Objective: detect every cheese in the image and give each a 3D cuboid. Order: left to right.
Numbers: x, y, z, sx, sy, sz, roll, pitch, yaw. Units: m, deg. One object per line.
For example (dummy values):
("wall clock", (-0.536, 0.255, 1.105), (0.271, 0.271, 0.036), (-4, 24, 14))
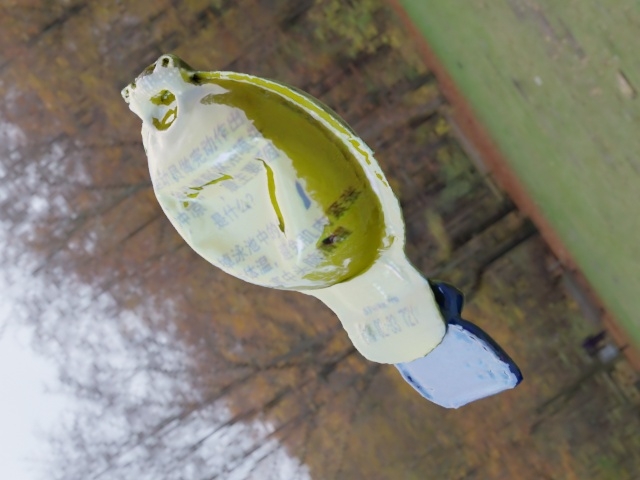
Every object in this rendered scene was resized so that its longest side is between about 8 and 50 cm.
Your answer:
("cheese", (0.000, 0.000, 0.642), (0.250, 0.156, 0.064), (45, -127, -13))
